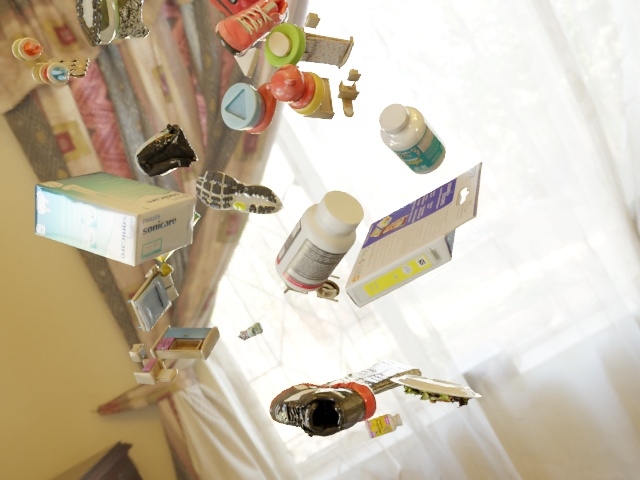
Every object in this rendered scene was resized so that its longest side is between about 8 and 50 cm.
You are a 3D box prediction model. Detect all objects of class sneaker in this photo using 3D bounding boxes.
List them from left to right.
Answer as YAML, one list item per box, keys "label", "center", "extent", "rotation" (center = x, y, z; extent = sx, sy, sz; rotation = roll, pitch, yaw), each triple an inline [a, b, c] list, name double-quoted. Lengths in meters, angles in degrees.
- label: "sneaker"
  center: [-0.482, -0.675, 1.543]
  extent: [0.182, 0.410, 0.158]
  rotation: [-11, 27, -45]
- label: "sneaker"
  center: [-0.235, -0.126, 1.855]
  extent: [0.110, 0.276, 0.106]
  rotation: [6, -79, -74]
- label: "sneaker"
  center: [-0.209, 0.266, 1.847]
  extent: [0.069, 0.038, 0.098]
  rotation: [-25, -7, 14]
- label: "sneaker"
  center: [-0.190, -0.624, 1.800]
  extent: [0.136, 0.116, 0.314]
  rotation: [-35, 13, 37]
- label: "sneaker"
  center: [-0.021, 0.369, 1.394]
  extent: [0.276, 0.097, 0.135]
  rotation: [-13, 0, 35]

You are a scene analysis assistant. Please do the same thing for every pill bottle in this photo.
- label: "pill bottle"
  center: [0.000, 0.000, 1.904]
  extent: [0.176, 0.176, 0.318]
  rotation: [-31, -17, -45]
- label: "pill bottle"
  center: [0.146, 0.424, 1.471]
  extent: [0.083, 0.043, 0.043]
  rotation: [-20, 1, 3]
- label: "pill bottle"
  center: [0.277, -0.317, 1.966]
  extent: [0.146, 0.146, 0.264]
  rotation: [-31, -35, 19]

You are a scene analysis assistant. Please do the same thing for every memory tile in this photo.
- label: "memory tile"
  center: [-0.718, -0.490, 1.812]
  extent: [0.113, 0.012, 0.148]
  rotation: [-6, 35, -11]

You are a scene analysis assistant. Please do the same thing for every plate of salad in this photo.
- label: "plate of salad"
  center: [0.251, 0.332, 1.402]
  extent: [0.200, 0.048, 0.200]
  rotation: [11, -6, 1]

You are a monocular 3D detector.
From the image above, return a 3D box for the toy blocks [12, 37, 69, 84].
- label: "toy blocks"
  center: [-0.666, -0.431, 1.534]
  extent: [0.148, 0.123, 0.054]
  rotation: [15, 57, 45]

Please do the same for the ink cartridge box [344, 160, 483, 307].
- label: "ink cartridge box"
  center: [0.215, -0.018, 1.343]
  extent: [0.307, 0.072, 0.303]
  rotation: [-28, 16, 27]

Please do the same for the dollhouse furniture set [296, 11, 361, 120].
- label: "dollhouse furniture set"
  center: [0.051, -0.604, 2.281]
  extent: [0.304, 0.173, 0.355]
  rotation: [3, -26, -19]

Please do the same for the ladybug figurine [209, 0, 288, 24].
- label: "ladybug figurine"
  center: [-0.301, -0.886, 2.204]
  extent: [0.162, 0.449, 0.305]
  rotation: [-48, 8, -12]

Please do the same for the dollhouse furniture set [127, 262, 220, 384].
- label: "dollhouse furniture set"
  center: [-0.495, 0.262, 2.093]
  extent: [0.198, 0.303, 0.286]
  rotation: [-3, 28, 16]

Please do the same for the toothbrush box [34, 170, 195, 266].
- label: "toothbrush box"
  center: [-0.476, -0.060, 1.492]
  extent: [0.296, 0.126, 0.216]
  rotation: [14, 19, 20]

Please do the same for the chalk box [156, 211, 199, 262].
- label: "chalk box"
  center: [-0.496, -0.051, 2.093]
  extent: [0.132, 0.132, 0.213]
  rotation: [-51, 5, 30]

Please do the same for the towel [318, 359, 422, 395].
- label: "towel"
  center: [0.154, 0.487, 2.162]
  extent: [0.312, 0.056, 0.324]
  rotation: [-18, 0, -12]

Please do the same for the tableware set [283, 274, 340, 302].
- label: "tableware set"
  center: [-0.033, 0.153, 2.092]
  extent: [0.128, 0.194, 0.039]
  rotation: [91, -163, -44]

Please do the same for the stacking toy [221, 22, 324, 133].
- label: "stacking toy"
  center: [-0.163, -0.457, 1.764]
  extent: [0.309, 0.279, 0.130]
  rotation: [-18, -13, 34]

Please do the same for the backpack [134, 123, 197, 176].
- label: "backpack"
  center: [-0.515, -0.280, 2.092]
  extent: [0.182, 0.151, 0.115]
  rotation: [-33, 13, -12]
